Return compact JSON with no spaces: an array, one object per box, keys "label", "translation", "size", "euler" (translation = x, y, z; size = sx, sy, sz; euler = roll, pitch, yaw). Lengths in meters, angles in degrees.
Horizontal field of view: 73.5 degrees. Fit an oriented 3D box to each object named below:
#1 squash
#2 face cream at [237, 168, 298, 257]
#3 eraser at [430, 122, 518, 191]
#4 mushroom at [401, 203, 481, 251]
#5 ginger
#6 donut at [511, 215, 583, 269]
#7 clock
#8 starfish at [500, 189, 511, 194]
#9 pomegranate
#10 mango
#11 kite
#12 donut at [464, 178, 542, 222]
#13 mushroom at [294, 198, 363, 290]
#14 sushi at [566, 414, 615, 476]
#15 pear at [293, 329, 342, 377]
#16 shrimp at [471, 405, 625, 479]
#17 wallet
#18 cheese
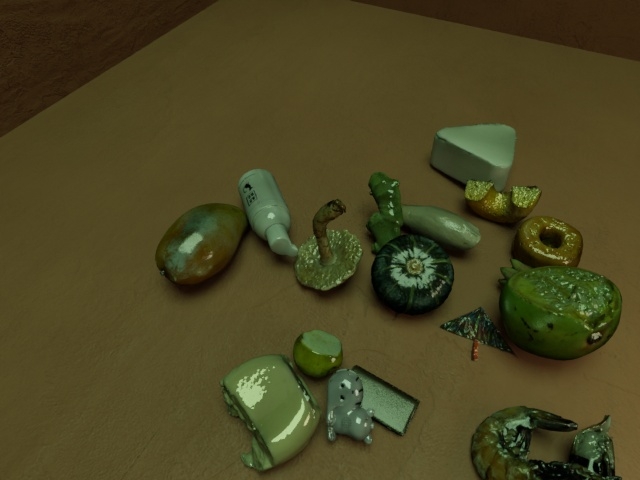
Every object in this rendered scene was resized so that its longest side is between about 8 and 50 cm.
[{"label":"squash","translation":[0.280,0.106,1.315],"size":[0.252,0.165,0.252],"euler":[-1,67,2]},{"label":"face cream","translation":[-0.177,-0.087,1.476],"size":[0.145,0.145,0.370],"euler":[-16,46,-12]},{"label":"eraser","translation":[0.592,-0.341,1.685],"size":[0.331,0.150,0.331],"euler":[1,44,-1]},{"label":"mushroom","translation":[0.378,-0.057,1.481],"size":[0.350,0.128,0.128],"euler":[19,53,23]},{"label":"ginger","translation":[0.214,-0.089,1.456],"size":[0.089,0.290,0.137],"euler":[-3,5,-37]},{"label":"donut","translation":[0.752,0.021,1.423],"size":[0.226,0.114,0.227],"euler":[-1,51,2]},{"label":"clock","translation":[0.079,0.419,1.090],"size":[0.117,0.080,0.176],"euler":[-2,73,14]},{"label":"starfish","translation":[0.701,-0.172,1.644],"size":[0.092,0.016,0.086],"euler":[23,56,15]},{"label":"pomegranate","translation":[0.650,0.200,1.232],"size":[0.309,0.216,0.358],"euler":[-13,22,-10]},{"label":"mango","translation":[-0.373,-0.004,1.405],"size":[0.221,0.199,0.384],"euler":[22,41,23]},{"label":"kite","translation":[0.476,0.276,1.281],"size":[0.232,0.009,0.189],"euler":[17,53,13]},{"label":"donut","translation":[0.647,-0.129,1.527],"size":[0.259,0.152,0.101],"euler":[11,63,37]},{"label":"mushroom","translation":[0.012,-0.006,1.348],"size":[0.233,0.302,0.208],"euler":[1,21,20]},{"label":"sushi","translation":[0.623,0.538,1.007],"size":[0.109,0.134,0.273],"euler":[-6,54,37]},{"label":"pear","translation":[-0.011,0.321,1.188],"size":[0.141,0.104,0.141],"euler":[18,22,-7]},{"label":"shrimp","translation":[0.535,0.492,0.988],"size":[0.364,0.071,0.233],"euler":[-8,38,34]},{"label":"wallet","translation":[0.155,0.425,1.148],"size":[0.198,0.031,0.110],"euler":[25,56,19]},{"label":"cheese","translation":[-0.132,0.426,1.092],"size":[0.233,0.127,0.266],"euler":[-30,54,-18]}]
